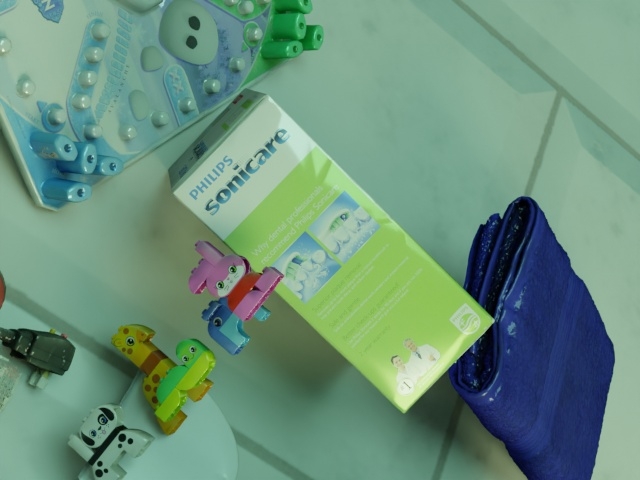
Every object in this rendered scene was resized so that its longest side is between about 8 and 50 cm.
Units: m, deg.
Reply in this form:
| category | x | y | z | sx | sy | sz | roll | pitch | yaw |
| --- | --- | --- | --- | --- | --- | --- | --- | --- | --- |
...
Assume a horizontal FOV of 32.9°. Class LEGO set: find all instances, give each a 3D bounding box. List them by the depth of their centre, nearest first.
| category | x | y | z | sx | sy | sz | roll | pitch | yaw |
| --- | --- | --- | --- | --- | --- | --- | --- | --- | --- |
| LEGO set | -0.129 | 0.089 | 0.906 | 0.093 | 0.087 | 0.227 | 39 | 95 | 10 |

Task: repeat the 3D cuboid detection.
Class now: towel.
| category | x | y | z | sx | sy | sz | roll | pitch | yaw |
| --- | --- | --- | --- | --- | --- | --- | --- | --- | --- |
| towel | 0.224 | 0.127 | 1.142 | 0.308 | 0.076 | 0.227 | 50 | 51 | -45 |

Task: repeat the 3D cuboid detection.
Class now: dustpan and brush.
| category | x | y | z | sx | sy | sz | roll | pitch | yaw |
| --- | --- | --- | --- | --- | --- | --- | --- | --- | --- |
| dustpan and brush | -0.103 | 0.215 | 0.967 | 0.211 | 0.060 | 0.147 | 34 | 54 | -11 |

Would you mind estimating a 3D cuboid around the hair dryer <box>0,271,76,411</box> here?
| category | x | y | z | sx | sy | sz | roll | pitch | yaw |
| --- | --- | --- | --- | --- | --- | --- | --- | --- | --- |
| hair dryer | -0.276 | 0.112 | 0.784 | 0.293 | 0.080 | 0.223 | 48 | 40 | -49 |

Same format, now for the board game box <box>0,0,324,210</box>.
| category | x | y | z | sx | sy | sz | roll | pitch | yaw |
| --- | --- | --- | --- | --- | --- | --- | --- | --- | --- |
| board game box | -0.170 | -0.283 | 1.000 | 0.390 | 0.050 | 0.389 | -40 | 124 | -38 |

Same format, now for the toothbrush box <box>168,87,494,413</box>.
| category | x | y | z | sx | sy | sz | roll | pitch | yaw |
| --- | --- | --- | --- | --- | --- | --- | --- | --- | --- |
| toothbrush box | 0.000 | 0.000 | 1.003 | 0.283 | 0.206 | 0.122 | 43 | 91 | -12 |
